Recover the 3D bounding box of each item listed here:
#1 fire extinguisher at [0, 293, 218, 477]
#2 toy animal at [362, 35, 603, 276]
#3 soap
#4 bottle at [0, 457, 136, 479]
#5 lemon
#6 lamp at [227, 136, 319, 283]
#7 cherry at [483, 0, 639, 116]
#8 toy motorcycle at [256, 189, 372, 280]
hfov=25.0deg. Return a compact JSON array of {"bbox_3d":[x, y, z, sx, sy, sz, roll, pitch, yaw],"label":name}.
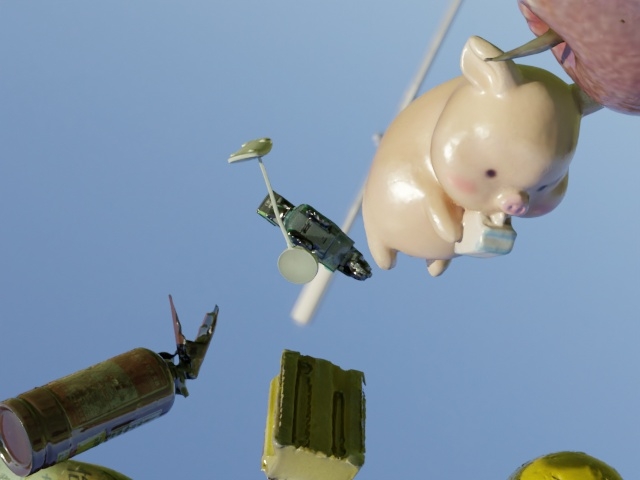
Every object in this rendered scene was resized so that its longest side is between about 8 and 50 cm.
[{"bbox_3d":[-0.189,0.135,1.381,0.252,0.106,0.075,-21,-136,-38],"label":"fire extinguisher"},{"bbox_3d":[0.167,-0.084,1.575,0.195,0.213,0.256,14,164,-34],"label":"toy animal"},{"bbox_3d":[-0.008,0.258,2.039,0.135,0.076,0.233,16,-152,-8],"label":"soap"},{"bbox_3d":[-0.209,0.268,1.433,0.270,0.083,0.083,11,-161,11],"label":"bottle"},{"bbox_3d":[0.310,0.352,1.805,0.206,0.173,0.173,-14,-157,5],"label":"lemon"},{"bbox_3d":[-0.053,-0.026,1.676,0.050,0.198,0.056,-9,-152,22],"label":"lamp"},{"bbox_3d":[0.255,-0.219,1.167,0.213,0.285,0.236,52,175,42],"label":"cherry"},{"bbox_3d":[0.000,0.000,1.975,0.173,0.058,0.100,37,177,-29],"label":"toy motorcycle"}]
